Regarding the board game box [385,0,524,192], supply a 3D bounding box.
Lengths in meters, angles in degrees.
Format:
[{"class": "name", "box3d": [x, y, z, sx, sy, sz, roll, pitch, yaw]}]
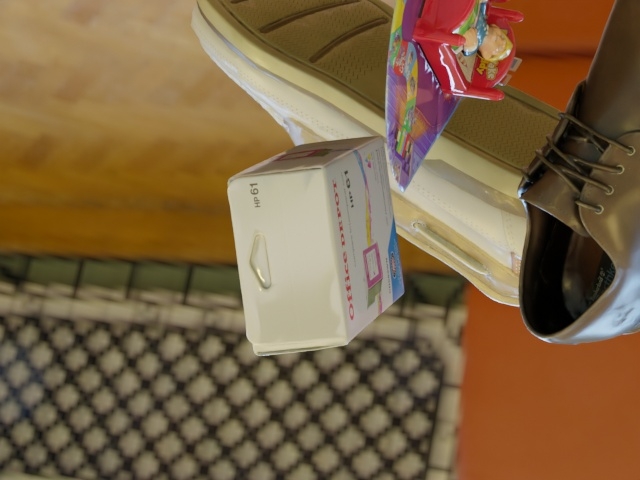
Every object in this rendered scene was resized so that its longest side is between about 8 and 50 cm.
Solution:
[{"class": "board game box", "box3d": [0.071, -0.103, 0.892, 0.033, 0.169, 0.133, 11, 124, 16]}]

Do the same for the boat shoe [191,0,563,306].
[{"class": "boat shoe", "box3d": [0.030, -0.064, 1.136, 0.302, 0.113, 0.103, 37, 134, 34]}]

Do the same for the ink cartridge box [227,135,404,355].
[{"class": "ink cartridge box", "box3d": [0.000, 0.000, 0.966, 0.052, 0.088, 0.122, -6, -171, 18]}]

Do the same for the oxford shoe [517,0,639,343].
[{"class": "oxford shoe", "box3d": [0.144, -0.043, 0.900, 0.096, 0.227, 0.083, -17, -142, -37]}]
